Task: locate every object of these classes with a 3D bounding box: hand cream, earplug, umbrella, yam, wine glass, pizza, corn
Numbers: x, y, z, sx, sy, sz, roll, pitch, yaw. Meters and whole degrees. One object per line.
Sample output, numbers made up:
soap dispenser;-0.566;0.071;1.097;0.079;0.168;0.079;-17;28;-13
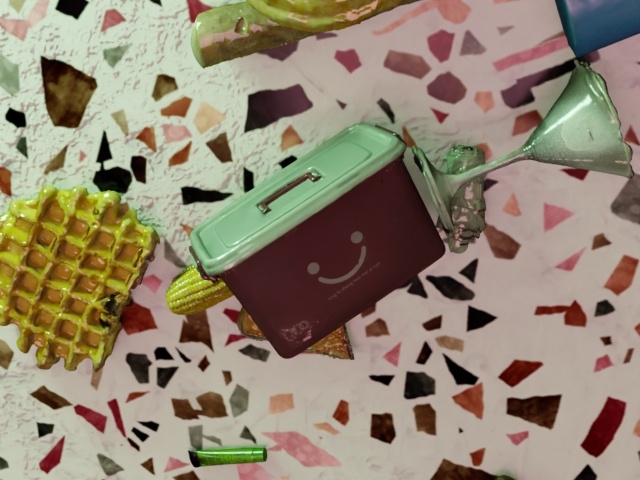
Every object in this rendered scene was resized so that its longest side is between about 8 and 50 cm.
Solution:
hand cream;-0.142;0.331;1.527;0.122;0.023;0.036;-7;122;14
earplug;0.402;-0.312;1.122;0.273;0.132;0.132;-17;109;12
umbrella;0.186;-0.052;1.296;0.067;0.062;0.143;-2;108;-25
yam;0.005;-0.293;1.217;0.357;0.081;0.081;-15;109;13
wine glass;0.235;-0.100;1.190;0.232;0.156;0.156;-22;107;7
pizza;-0.010;0.097;1.403;0.176;0.036;0.184;33;112;-7
corn;-0.127;0.041;1.379;0.203;0.072;0.072;-30;105;20

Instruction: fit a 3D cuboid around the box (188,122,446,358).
box;0.000;0.000;1.242;0.294;0.193;0.167;-33;111;-4

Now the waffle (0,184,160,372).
waffle;-0.354;0.056;1.428;0.309;0.065;0.283;-16;107;19

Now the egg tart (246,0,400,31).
egg tart;0.005;-0.382;1.121;0.290;0.115;0.290;1;93;13

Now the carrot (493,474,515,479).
carrot;0.310;0.426;1.481;0.047;0.047;0.191;-28;106;19
